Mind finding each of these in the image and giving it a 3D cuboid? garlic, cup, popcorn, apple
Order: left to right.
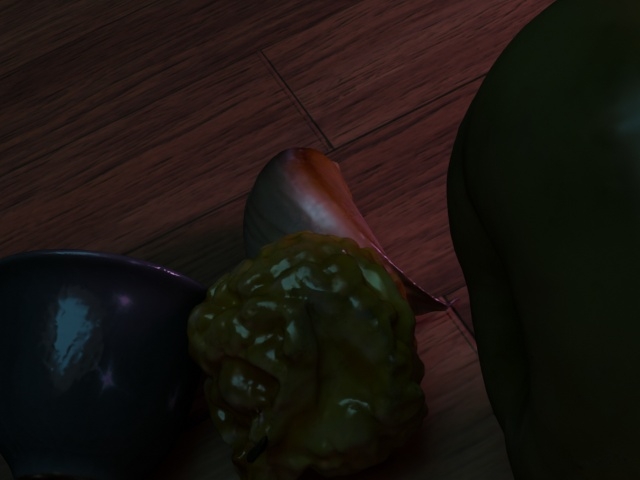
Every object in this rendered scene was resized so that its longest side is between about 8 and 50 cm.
[{"bbox_3d":[-0.173,0.116,0.766,0.199,0.199,0.150,-7,59,19],"label":"cup"},{"bbox_3d":[-0.007,0.083,0.719,0.180,0.180,0.170,8,19,32],"label":"popcorn"},{"bbox_3d":[-0.003,0.008,0.852,0.115,0.128,0.207,-45,46,7],"label":"garlic"},{"bbox_3d":[0.239,0.015,0.542,0.357,0.357,0.357,-13,40,12],"label":"apple"}]
